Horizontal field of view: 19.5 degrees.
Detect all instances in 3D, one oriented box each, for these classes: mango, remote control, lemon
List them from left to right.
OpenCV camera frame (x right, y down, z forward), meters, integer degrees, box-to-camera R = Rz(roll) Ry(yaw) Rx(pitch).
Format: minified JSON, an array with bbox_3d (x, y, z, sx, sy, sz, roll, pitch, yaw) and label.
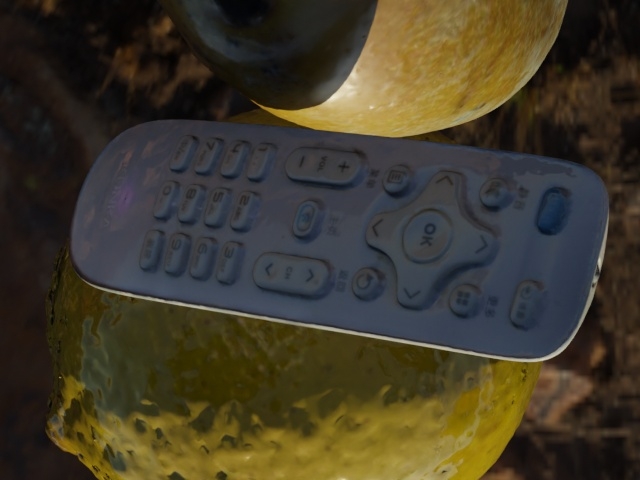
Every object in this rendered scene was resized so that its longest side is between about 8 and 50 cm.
[{"bbox_3d":[-0.009,0.049,1.065,0.310,0.258,0.258,-13,122,3],"label":"lemon"},{"bbox_3d":[0.000,0.000,0.682,0.229,0.073,0.044,7,162,33],"label":"remote control"},{"bbox_3d":[0.031,-0.141,0.782,0.146,0.316,0.193,-4,97,25],"label":"mango"}]
